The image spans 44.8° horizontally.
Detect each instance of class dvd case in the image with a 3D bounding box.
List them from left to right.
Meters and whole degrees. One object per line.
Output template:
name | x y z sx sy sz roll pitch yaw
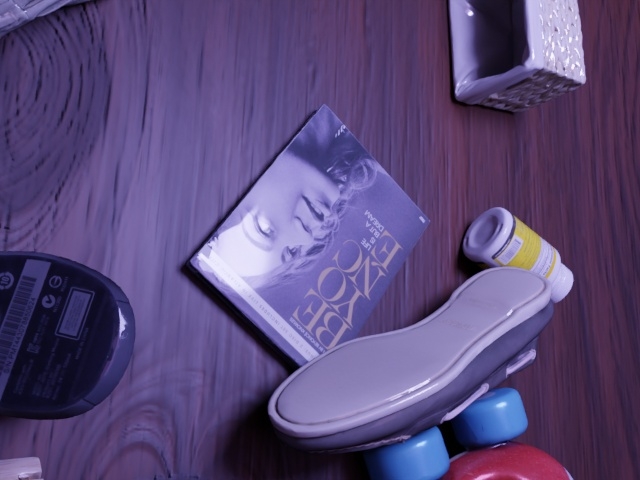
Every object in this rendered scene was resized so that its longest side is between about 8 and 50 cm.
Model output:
dvd case | 0.000 0.000 0.719 0.164 0.018 0.221 46 57 -16

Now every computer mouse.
computer mouse | -0.229 0.011 0.490 0.262 0.060 0.184 7 71 6

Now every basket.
basket | 0.220 -0.237 0.875 0.103 0.113 0.167 11 71 -35

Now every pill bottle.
pill bottle | 0.213 0.021 0.827 0.116 0.065 0.065 35 61 -22

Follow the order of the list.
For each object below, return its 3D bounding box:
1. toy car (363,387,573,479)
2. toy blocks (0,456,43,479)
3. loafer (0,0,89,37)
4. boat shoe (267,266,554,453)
toy car | 0.189 0.248 0.644 0.210 0.238 0.219 -14 86 -35
toy blocks | -0.145 0.255 0.403 0.261 0.190 0.381 3 34 -33
loafer | -0.247 -0.197 0.549 0.319 0.111 0.112 -40 100 -34
boat shoe | 0.100 0.123 0.693 0.335 0.112 0.095 -23 118 -37
